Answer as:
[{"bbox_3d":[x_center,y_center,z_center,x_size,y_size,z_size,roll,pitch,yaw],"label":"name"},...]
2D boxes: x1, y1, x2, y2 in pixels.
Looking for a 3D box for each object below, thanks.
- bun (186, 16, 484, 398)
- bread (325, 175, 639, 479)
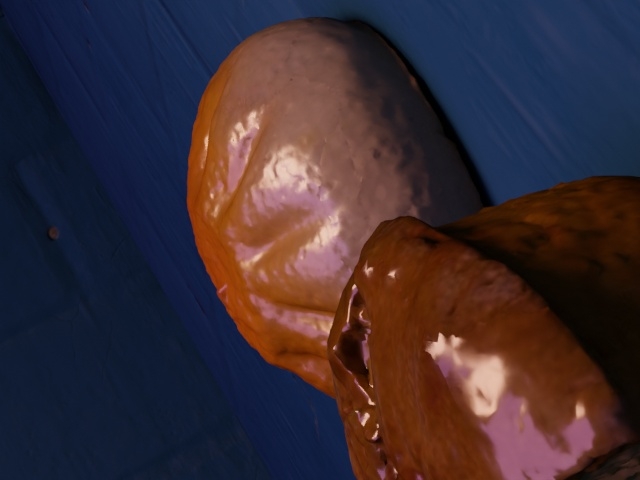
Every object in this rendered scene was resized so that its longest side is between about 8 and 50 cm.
[{"bbox_3d":[0.000,0.000,1.208,0.299,0.164,0.299,60,169,20],"label":"bun"},{"bbox_3d":[0.108,0.070,0.856,0.340,0.194,0.179,96,152,-64],"label":"bread"}]
